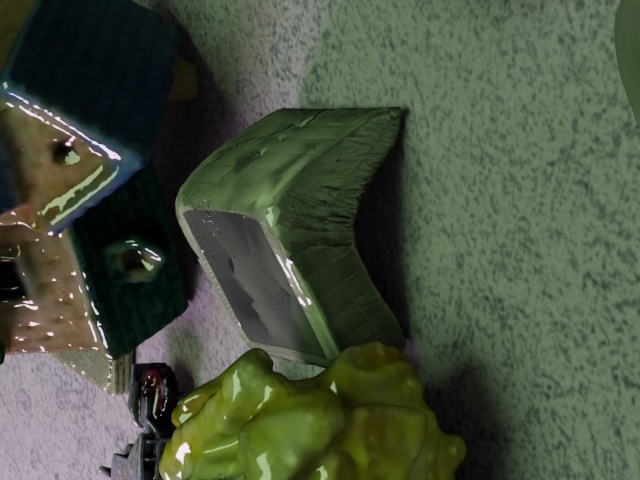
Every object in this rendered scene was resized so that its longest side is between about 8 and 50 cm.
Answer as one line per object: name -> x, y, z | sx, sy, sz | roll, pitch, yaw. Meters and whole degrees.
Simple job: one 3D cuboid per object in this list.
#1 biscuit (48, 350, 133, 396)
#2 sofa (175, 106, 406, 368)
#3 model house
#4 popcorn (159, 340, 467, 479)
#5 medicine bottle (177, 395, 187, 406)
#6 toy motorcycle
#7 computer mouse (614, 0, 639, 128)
biscuit -> -0.294, 0.111, 2.143 | 0.199, 0.040, 0.121 | 22, 115, 52
sofa -> 0.000, 0.000, 1.653 | 0.210, 0.176, 0.225 | 3, 126, 56
model house -> -0.297, -0.057, 1.848 | 0.334, 0.342, 0.382 | -85, -11, -57
popcorn -> -0.016, 0.232, 1.509 | 0.312, 0.312, 0.312 | 13, 106, 55
medicine bottle -> -0.071, 0.286, 1.753 | 0.133, 0.133, 0.274 | -22, 77, 55
toy motorcycle -> -0.203, 0.245, 1.998 | 0.122, 0.080, 0.215 | 11, 99, 53
computer mouse -> 0.305, -0.077, 1.176 | 0.197, 0.095, 0.331 | -49, 55, 42
